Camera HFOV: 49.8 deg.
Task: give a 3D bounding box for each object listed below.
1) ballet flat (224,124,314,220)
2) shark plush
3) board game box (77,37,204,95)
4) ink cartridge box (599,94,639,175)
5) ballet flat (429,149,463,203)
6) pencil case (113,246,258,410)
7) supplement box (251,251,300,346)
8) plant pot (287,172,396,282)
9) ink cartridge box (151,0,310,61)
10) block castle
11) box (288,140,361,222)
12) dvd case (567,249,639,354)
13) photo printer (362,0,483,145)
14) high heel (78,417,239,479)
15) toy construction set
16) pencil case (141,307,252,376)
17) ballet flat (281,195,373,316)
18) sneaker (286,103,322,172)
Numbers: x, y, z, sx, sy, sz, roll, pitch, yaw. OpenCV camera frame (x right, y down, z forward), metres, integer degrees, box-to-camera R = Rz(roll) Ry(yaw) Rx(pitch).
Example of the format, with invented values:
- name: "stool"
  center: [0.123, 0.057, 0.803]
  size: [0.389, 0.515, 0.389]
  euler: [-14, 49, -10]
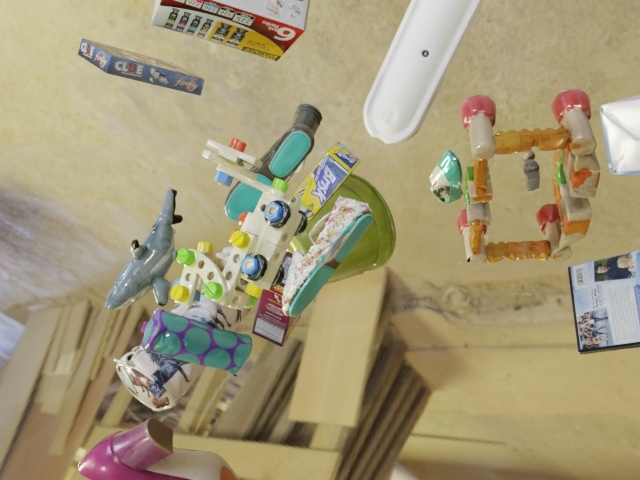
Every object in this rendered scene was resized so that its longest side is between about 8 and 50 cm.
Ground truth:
- name: "ballet flat"
  center: [-0.113, -0.156, 1.597]
  size: [0.095, 0.096, 0.280]
  euler: [42, 106, -17]
- name: "shark plush"
  center: [-0.208, 0.016, 0.853]
  size: [0.073, 0.161, 0.067]
  euler: [42, -165, 30]
- name: "board game box"
  center: [-0.416, -0.404, 1.612]
  size: [0.243, 0.042, 0.165]
  euler: [4, -158, -44]
- name: "ink cartridge box"
  center: [0.788, -0.242, 1.342]
  size: [0.270, 0.395, 0.151]
  euler: [6, 112, 58]
- name: "ballet flat"
  center: [0.346, -0.163, 1.911]
  size: [0.083, 0.087, 0.247]
  euler: [61, -178, 24]
- name: "pencil case"
  center: [-0.302, 0.203, 1.654]
  size: [0.160, 0.410, 0.183]
  euler: [19, 144, 28]
- name: "supplement box"
  center: [-0.082, 0.129, 1.506]
  size: [0.081, 0.104, 0.188]
  euler: [24, 135, 9]
- name: "plant pot"
  center: [0.000, 0.000, 2.311]
  size: [0.366, 0.353, 0.366]
  euler: [27, 130, 36]
- name: "ink cartridge box"
  center: [-0.212, -0.526, 1.568]
  size: [0.309, 0.130, 0.272]
  euler: [11, 170, -20]
- name: "block castle"
  center: [0.494, -0.154, 1.694]
  size: [0.303, 0.213, 0.453]
  euler: [-3, 138, 8]
- name: "box"
  center: [0.002, -0.105, 1.295]
  size: [0.059, 0.054, 0.169]
  euler: [40, 131, -2]
- name: "dvd case"
  center: [0.593, 0.110, 1.298]
  size: [0.022, 0.180, 0.253]
  euler: [14, 157, -39]
- name: "photo printer"
  center: [0.172, -0.312, 1.179]
  size: [0.107, 0.256, 0.307]
  euler: [26, 114, 2]
- name: "high heel"
  center: [-0.302, 0.498, 1.406]
  size: [0.181, 0.127, 0.377]
  euler: [-30, 119, 13]
- name: "toy construction set"
  center: [-0.152, -0.014, 1.249]
  size: [0.215, 0.328, 0.151]
  euler: [23, -167, 36]
- name: "pencil case"
  center: [-0.178, 0.147, 0.997]
  size: [0.151, 0.064, 0.070]
  euler: [22, 174, -24]
- name: "ballet flat"
  center: [-0.001, 0.023, 1.218]
  size: [0.077, 0.241, 0.091]
  euler: [39, 180, 26]
- name: "sneaker"
  center: [-0.066, -0.328, 2.215]
  size: [0.104, 0.147, 0.296]
  euler: [27, 155, -5]
